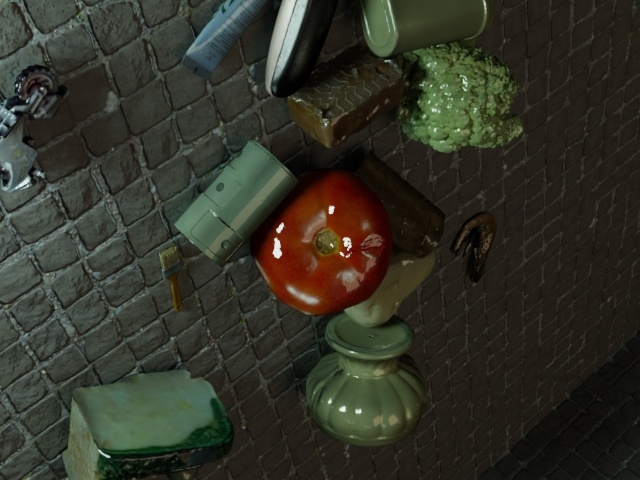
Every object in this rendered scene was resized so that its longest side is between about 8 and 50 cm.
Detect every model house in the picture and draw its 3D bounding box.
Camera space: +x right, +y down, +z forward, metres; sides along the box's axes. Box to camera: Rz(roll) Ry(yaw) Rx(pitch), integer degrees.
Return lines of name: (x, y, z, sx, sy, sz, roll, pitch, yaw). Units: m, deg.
model house: (-0.357, 0.441, 1.892, 0.298, 0.243, 0.284, -1, 126, -33)

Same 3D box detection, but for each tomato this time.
tomato: (0.000, 0.000, 1.891, 0.299, 0.298, 0.226, -56, -176, 5)

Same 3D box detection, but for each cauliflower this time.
cauliflower: (0.273, -0.305, 1.949, 0.260, 0.327, 0.281, -51, -170, 23)

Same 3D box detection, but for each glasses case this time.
glasses case: (-0.026, -0.399, 1.659, 0.122, 0.075, 0.314, -33, 148, -55)

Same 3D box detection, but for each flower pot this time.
flower pot: (0.116, 0.316, 2.247, 0.307, 0.307, 0.244, -19, 124, -36)

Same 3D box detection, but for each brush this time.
brush: (-0.290, 0.080, 1.846, 0.043, 0.014, 0.170, -31, 140, -28)

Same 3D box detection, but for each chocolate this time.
chocolate: (0.052, -0.277, 1.806, 0.214, 0.148, 0.093, -32, 145, -21)

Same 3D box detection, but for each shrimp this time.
shrimp: (0.413, 0.030, 2.523, 0.152, 0.046, 0.219, -19, 128, -38)

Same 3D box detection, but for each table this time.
table: (-0.159, -0.070, 1.766, 0.220, 0.126, 0.126, -49, 143, -4)

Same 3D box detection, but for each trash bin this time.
trash bin: (0.187, -0.478, 1.753, 0.247, 0.121, 0.243, -22, 102, -30)

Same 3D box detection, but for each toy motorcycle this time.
toy motorcycle: (-0.452, -0.157, 1.423, 0.215, 0.080, 0.122, -57, 143, -1)

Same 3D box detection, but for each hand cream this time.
hand cream: (-0.135, -0.395, 1.586, 0.271, 0.058, 0.091, -52, 157, 6)

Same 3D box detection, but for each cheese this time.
cheese: (0.143, 0.068, 2.161, 0.247, 0.174, 0.251, -26, 136, -18)

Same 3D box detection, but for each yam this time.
yam: (0.155, -0.073, 2.016, 0.129, 0.238, 0.128, -49, -174, 43)
